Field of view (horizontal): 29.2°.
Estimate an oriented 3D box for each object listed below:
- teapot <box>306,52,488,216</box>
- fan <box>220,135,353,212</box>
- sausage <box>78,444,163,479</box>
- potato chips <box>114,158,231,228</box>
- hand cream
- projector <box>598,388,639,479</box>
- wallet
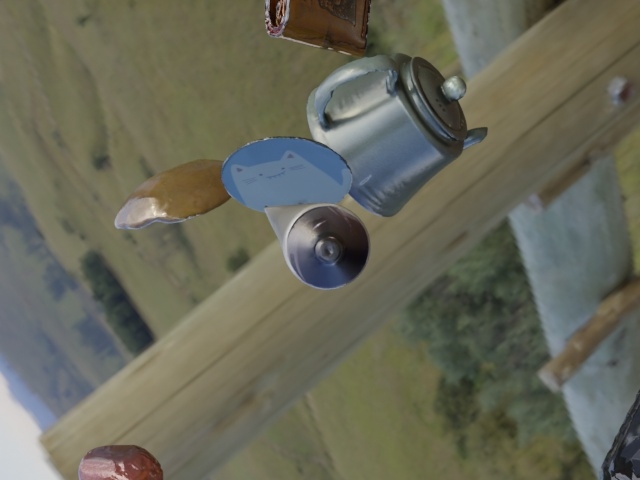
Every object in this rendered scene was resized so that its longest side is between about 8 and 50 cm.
[{"bbox_3d":[0.086,-0.130,1.297,0.239,0.149,0.162,25,-137,-49],"label":"teapot"},{"bbox_3d":[-0.019,-0.038,1.083,0.175,0.113,0.005,57,-152,-51],"label":"fan"},{"bbox_3d":[-0.203,0.237,1.250,0.094,0.059,0.054,-2,108,30],"label":"sausage"},{"bbox_3d":[-0.189,-0.072,1.676,0.195,0.208,0.062,3,115,61],"label":"potato chips"},{"bbox_3d":[0.000,0.000,0.844,0.087,0.054,0.186,28,-179,-4],"label":"hand cream"},{"bbox_3d":[0.443,0.193,0.730,0.405,0.242,0.395,41,161,-30],"label":"projector"},{"bbox_3d":[0.004,-0.317,1.403,0.042,0.161,0.195,3,91,44],"label":"wallet"}]
